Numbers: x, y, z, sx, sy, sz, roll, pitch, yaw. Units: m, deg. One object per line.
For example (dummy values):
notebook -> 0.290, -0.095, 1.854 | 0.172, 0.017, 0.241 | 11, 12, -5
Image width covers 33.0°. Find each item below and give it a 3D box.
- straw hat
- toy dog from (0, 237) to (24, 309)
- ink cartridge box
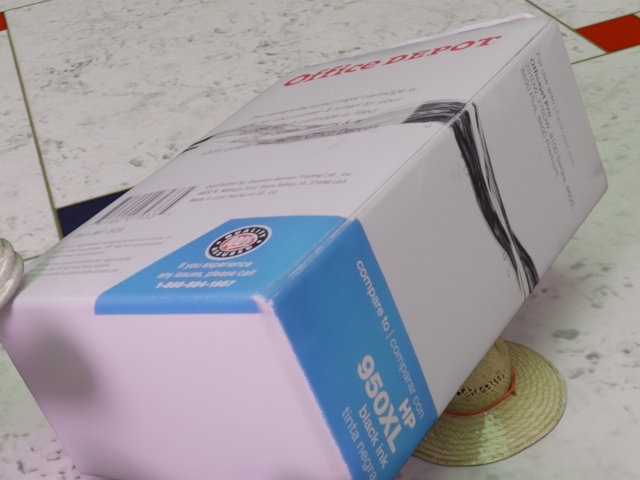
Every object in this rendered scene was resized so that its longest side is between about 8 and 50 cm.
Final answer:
straw hat -> 0.111, 0.094, 0.798 | 0.144, 0.061, 0.144 | -7, 33, 5
toy dog -> -0.362, 0.087, 0.676 | 0.333, 0.161, 0.220 | -30, 38, 17
ink cartridge box -> 0.000, 0.000, 0.812 | 0.285, 0.166, 0.395 | -4, 30, 42
